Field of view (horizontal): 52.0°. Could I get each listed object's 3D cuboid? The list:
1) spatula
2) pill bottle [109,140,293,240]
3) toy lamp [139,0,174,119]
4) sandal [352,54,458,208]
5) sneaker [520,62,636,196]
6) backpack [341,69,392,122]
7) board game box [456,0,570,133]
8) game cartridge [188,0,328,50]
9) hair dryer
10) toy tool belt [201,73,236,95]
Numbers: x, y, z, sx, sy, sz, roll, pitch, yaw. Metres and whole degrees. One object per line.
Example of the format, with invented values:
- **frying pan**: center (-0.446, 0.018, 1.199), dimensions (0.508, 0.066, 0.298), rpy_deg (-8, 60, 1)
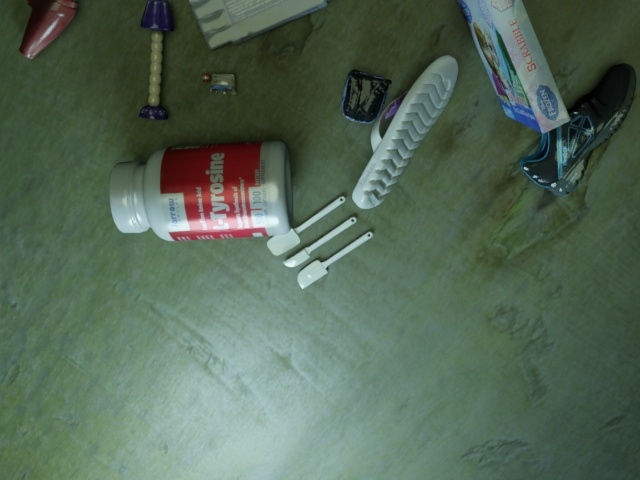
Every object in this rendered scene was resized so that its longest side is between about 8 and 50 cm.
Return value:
- **spatula**: center (0.000, 0.000, 1.711), dimensions (0.242, 0.019, 0.168), rpy_deg (-35, 102, 12)
- **pill bottle**: center (-0.277, -0.115, 1.575), dimensions (0.408, 0.229, 0.228), rpy_deg (-4, 107, 3)
- **toy lamp**: center (-0.392, -0.429, 1.562), dimensions (0.080, 0.080, 0.274), rpy_deg (6, 106, 0)
- **sandal**: center (0.178, -0.268, 1.571), dimensions (0.102, 0.169, 0.416), rpy_deg (38, 106, 25)
- **sneaker**: center (0.612, -0.274, 1.553), dimensions (0.140, 0.125, 0.340), rpy_deg (29, 104, -2)
- **backpack**: center (0.103, -0.341, 1.569), dimensions (0.105, 0.084, 0.114), rpy_deg (14, 103, -4)
- **board game box**: center (0.406, -0.405, 1.419), dimensions (0.066, 0.318, 0.317), rpy_deg (-26, 104, 10)
- **game cartridge**: center (-0.136, -0.606, 1.512), dimensions (0.355, 0.068, 0.230), rpy_deg (-20, 109, 8)
- **hair dryer**: center (-0.674, -0.578, 1.544), dimensions (0.224, 0.080, 0.293), rpy_deg (7, 102, 16)
- **toy tool belt**: center (-0.246, -0.376, 1.588), dimensions (0.083, 0.052, 0.051), rpy_deg (0, 99, 3)
